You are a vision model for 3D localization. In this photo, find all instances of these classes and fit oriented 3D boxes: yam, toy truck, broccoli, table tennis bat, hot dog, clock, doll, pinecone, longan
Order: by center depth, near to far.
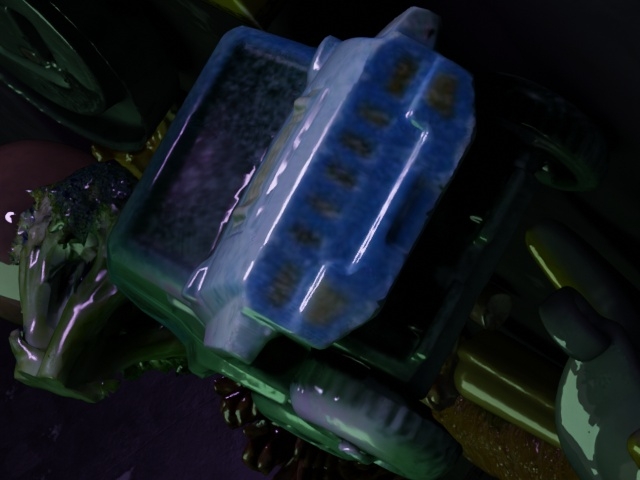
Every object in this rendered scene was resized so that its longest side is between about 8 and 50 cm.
[{"bbox_3d":[0.000,0.000,0.655,0.156,0.155,0.279,29,171,-4],"label":"toy truck"},{"bbox_3d":[0.197,0.107,0.693,0.316,0.145,0.103,35,136,-30],"label":"doll"},{"bbox_3d":[-0.180,-0.142,0.959,0.215,0.042,0.215,34,163,12],"label":"clock"},{"bbox_3d":[0.057,0.013,0.960,0.145,0.032,0.032,30,169,36],"label":"yam"},{"bbox_3d":[0.223,0.150,0.967,0.321,0.050,0.198,30,169,20],"label":"table tennis bat"},{"bbox_3d":[0.171,0.165,1.199,0.083,0.068,0.289,49,168,-24],"label":"hot dog"},{"bbox_3d":[-0.006,0.121,1.340,0.185,0.168,0.212,56,-175,-49],"label":"pinecone"},{"bbox_3d":[-0.201,0.056,1.524,0.265,0.245,0.294,33,156,-1],"label":"broccoli"},{"bbox_3d":[-0.308,-0.011,1.735,0.246,0.215,0.246,41,-161,-18],"label":"longan"}]

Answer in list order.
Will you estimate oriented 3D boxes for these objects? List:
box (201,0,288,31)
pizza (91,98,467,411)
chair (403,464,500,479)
[{"bbox_3d":[-0.121,-0.193,0.569,0.153,0.041,0.279,29,168,36],"label":"box"},{"bbox_3d":[-0.024,0.007,1.108,0.365,0.074,0.182,40,180,-20],"label":"pizza"},{"bbox_3d":[0.140,0.247,1.511,0.270,0.136,0.147,36,170,9],"label":"chair"}]
